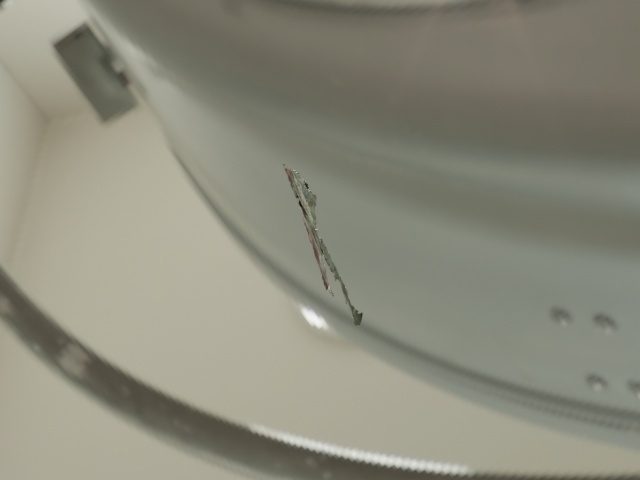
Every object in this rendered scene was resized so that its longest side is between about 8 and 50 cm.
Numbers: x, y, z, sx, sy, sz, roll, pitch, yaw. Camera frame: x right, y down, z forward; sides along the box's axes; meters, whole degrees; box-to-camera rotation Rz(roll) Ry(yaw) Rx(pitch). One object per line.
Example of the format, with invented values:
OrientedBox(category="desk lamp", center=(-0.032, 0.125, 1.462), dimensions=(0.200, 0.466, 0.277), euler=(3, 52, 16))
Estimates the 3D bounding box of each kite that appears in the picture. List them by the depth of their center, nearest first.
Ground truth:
OrientedBox(category="kite", center=(0.000, 0.000, 1.231), dimensions=(0.011, 0.139, 0.157), euler=(-22, -131, -4))
